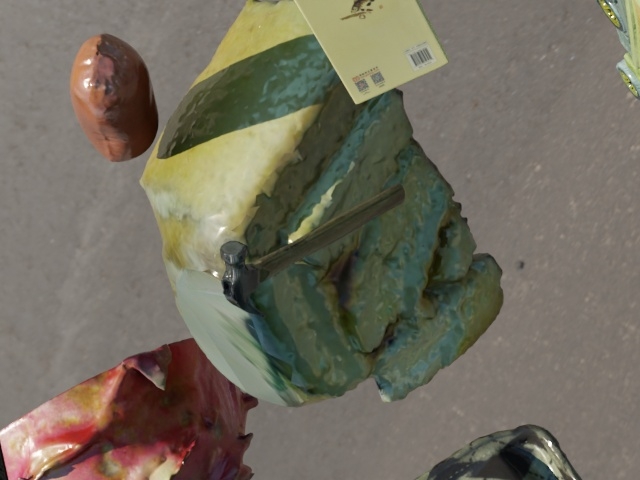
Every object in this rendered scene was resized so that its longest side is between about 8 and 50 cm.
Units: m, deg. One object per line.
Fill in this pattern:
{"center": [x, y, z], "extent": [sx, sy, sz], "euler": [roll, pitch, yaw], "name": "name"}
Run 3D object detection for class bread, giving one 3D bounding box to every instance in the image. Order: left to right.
{"center": [-0.031, -0.011, 1.025], "extent": [0.239, 0.264, 0.395], "euler": [16, 144, 57], "name": "bread"}

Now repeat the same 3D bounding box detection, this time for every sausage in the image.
{"center": [-0.181, -0.121, 0.903], "extent": [0.077, 0.077, 0.194], "euler": [44, 169, 5], "name": "sausage"}

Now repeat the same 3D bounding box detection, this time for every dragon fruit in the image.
{"center": [-0.232, 0.286, 1.286], "extent": [0.249, 0.371, 0.386], "euler": [60, 148, 12], "name": "dragon fruit"}

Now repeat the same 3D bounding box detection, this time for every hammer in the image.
{"center": [0.000, 0.000, 0.736], "extent": [0.017, 0.182, 0.062], "euler": [26, 129, 37], "name": "hammer"}

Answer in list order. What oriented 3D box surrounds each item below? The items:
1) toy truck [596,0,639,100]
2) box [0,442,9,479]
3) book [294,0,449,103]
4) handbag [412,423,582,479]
{"center": [0.250, -0.132, 0.676], "extent": [0.085, 0.191, 0.116], "euler": [-32, 58, 9], "name": "toy truck"}
{"center": [-0.285, 0.150, 0.652], "extent": [0.071, 0.159, 0.240], "euler": [98, 154, -68], "name": "box"}
{"center": [0.033, -0.156, 0.723], "extent": [0.077, 0.014, 0.111], "euler": [-22, 123, 18], "name": "book"}
{"center": [0.068, 0.341, 0.818], "extent": [0.180, 0.316, 0.416], "euler": [57, 170, 29], "name": "handbag"}
